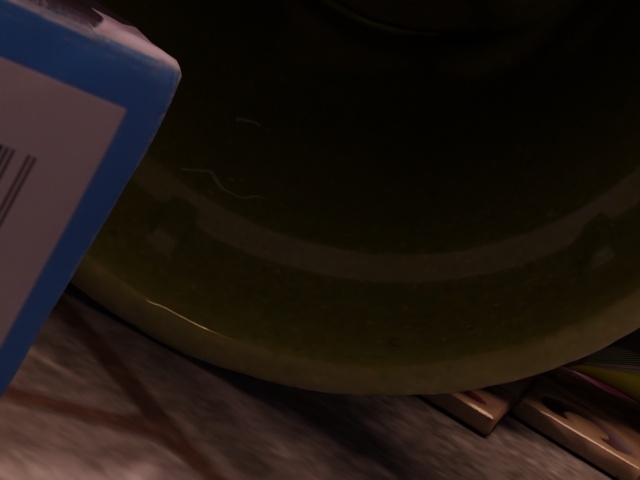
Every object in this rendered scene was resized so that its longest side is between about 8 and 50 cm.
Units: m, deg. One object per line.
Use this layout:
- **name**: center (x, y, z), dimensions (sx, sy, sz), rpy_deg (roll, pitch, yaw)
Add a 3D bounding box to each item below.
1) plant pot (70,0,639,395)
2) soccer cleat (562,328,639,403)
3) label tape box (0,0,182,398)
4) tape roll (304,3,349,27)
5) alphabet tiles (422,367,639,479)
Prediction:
- **plant pot**: center (0.031, -0.126, 0.636), dimensions (0.276, 0.276, 0.254), rpy_deg (29, 24, -2)
- **soccer cleat**: center (0.118, 0.015, 0.799), dimensions (0.289, 0.093, 0.121), rpy_deg (18, 13, -46)
- **label tape box**: center (-0.223, -0.101, 0.447), dimensions (0.240, 0.106, 0.334), rpy_deg (20, 14, -44)
- **tape roll**: center (-0.026, -0.088, 0.914), dimensions (0.275, 0.090, 0.275), rpy_deg (29, 11, -6)
- **alphabet tiles**: center (0.000, 0.000, 0.838), dimensions (0.342, 0.011, 0.285), rpy_deg (31, 10, 10)
